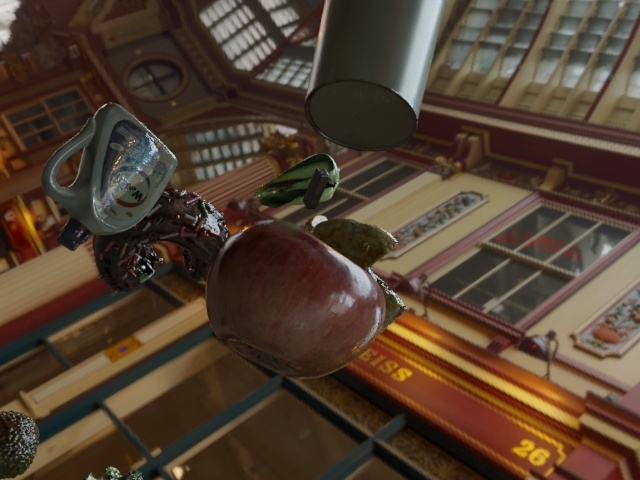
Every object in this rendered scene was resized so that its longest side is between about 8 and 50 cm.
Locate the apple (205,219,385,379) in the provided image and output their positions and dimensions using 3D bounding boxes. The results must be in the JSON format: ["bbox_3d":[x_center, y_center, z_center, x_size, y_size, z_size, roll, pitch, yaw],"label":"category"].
[{"bbox_3d":[-0.056,0.124,1.363,0.345,0.269,0.345,34,-3,2],"label":"apple"}]

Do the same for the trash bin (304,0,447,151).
[{"bbox_3d":[0.124,-0.442,1.575,0.280,0.432,0.280,10,-25,5],"label":"trash bin"}]

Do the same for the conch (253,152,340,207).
[{"bbox_3d":[-0.046,-0.158,2.032,0.143,0.251,0.137,48,-41,19],"label":"conch"}]

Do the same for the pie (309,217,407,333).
[{"bbox_3d":[0.072,0.099,1.889,0.338,0.075,0.337,5,-79,26],"label":"pie"}]

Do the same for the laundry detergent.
[{"bbox_3d":[-0.436,-0.111,1.419,0.105,0.280,0.215,13,-28,52],"label":"laundry detergent"}]

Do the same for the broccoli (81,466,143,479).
[{"bbox_3d":[-0.665,0.799,2.125,0.245,0.248,0.288,57,17,-17],"label":"broccoli"}]

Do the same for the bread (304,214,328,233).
[{"bbox_3d":[-0.011,-0.019,2.021,0.136,0.054,0.154,43,30,-57],"label":"bread"}]

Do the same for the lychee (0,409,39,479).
[{"bbox_3d":[-0.729,0.467,1.624,0.171,0.171,0.171,39,-35,34],"label":"lychee"}]

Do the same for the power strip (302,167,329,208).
[{"bbox_3d":[-0.011,-0.128,1.765,0.111,0.029,0.038,-65,-144,38],"label":"power strip"}]

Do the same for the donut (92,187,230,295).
[{"bbox_3d":[-0.384,0.001,1.732,0.136,0.345,0.259,-103,-169,-49],"label":"donut"}]
